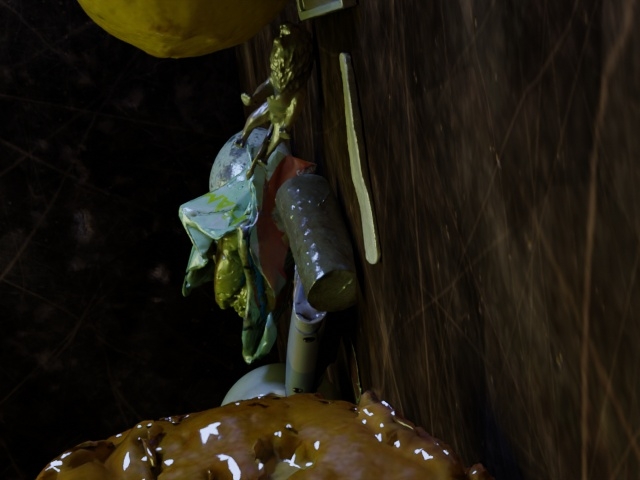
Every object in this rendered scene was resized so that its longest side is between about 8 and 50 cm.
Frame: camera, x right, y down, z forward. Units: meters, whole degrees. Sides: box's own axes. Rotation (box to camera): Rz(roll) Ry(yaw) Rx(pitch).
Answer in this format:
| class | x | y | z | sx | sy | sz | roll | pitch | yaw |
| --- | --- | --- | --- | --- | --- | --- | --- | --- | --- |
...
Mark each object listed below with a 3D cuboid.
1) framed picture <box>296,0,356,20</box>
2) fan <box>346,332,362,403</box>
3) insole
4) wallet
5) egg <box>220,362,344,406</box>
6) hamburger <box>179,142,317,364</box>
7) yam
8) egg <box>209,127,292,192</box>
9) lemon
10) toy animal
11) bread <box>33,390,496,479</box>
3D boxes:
| class | x | y | z | sx | sy | sz | roll | pitch | yaw |
| --- | --- | --- | --- | --- | --- | --- | --- | --- | --- |
| framed picture | -0.012 | -0.294 | 1.105 | 0.150 | 0.015 | 0.203 | -162 | 60 | -75 |
| fan | 0.043 | 0.166 | 1.525 | 0.133 | 0.005 | 0.085 | -105 | 8 | -55 |
| insole | 0.034 | -0.073 | 1.166 | 0.063 | 0.010 | 0.192 | -153 | 54 | -83 |
| wallet | -0.004 | 0.080 | 1.552 | 0.231 | 0.069 | 0.170 | 97 | -179 | -61 |
| egg | -0.047 | 0.253 | 1.719 | 0.217 | 0.183 | 0.183 | 31 | -131 | -83 |
| hamburger | -0.099 | 0.011 | 1.650 | 0.260 | 0.150 | 0.276 | -33 | -45 | -84 |
| yam | 0.000 | 0.000 | 1.382 | 0.169 | 0.068 | 0.068 | -110 | 12 | -47 |
| egg | -0.099 | -0.094 | 1.932 | 0.132 | 0.132 | 0.172 | 89 | -177 | -58 |
| lemon | -0.133 | -0.304 | 1.265 | 0.284 | 0.260 | 0.260 | 20 | -124 | -61 |
| toy animal | -0.053 | -0.142 | 1.450 | 0.086 | 0.069 | 0.220 | -57 | -5 | -49 |
| bread | -0.044 | 0.262 | 0.731 | 0.398 | 0.398 | 0.215 | -107 | 1 | -56 |
